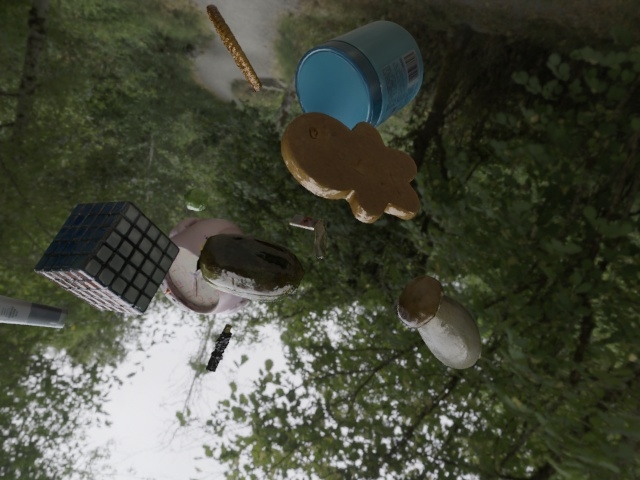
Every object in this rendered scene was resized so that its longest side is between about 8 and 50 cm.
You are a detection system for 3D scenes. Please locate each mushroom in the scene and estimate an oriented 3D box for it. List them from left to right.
[{"bbox_3d":[0.275,0.191,1.046,0.128,0.128,0.350,28,170,45],"label":"mushroom"}]

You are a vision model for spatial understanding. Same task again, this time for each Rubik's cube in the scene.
[{"bbox_3d":[-0.589,0.047,1.318,0.237,0.237,0.238,1,146,32],"label":"Rubik's cube"}]

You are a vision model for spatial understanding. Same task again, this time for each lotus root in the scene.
[{"bbox_3d":[-0.174,0.066,1.201,0.274,0.152,0.160,16,-125,-11],"label":"lotus root"}]

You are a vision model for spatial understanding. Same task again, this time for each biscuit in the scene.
[{"bbox_3d":[-0.233,-0.517,1.271,0.254,0.035,0.254,59,-178,-4],"label":"biscuit"},{"bbox_3d":[0.074,-0.166,1.067,0.354,0.275,0.052,13,148,-24],"label":"biscuit"}]

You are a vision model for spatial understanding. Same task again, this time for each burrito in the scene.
[{"bbox_3d":[0.000,0.000,1.472,0.041,0.149,0.055,6,150,-5],"label":"burrito"}]

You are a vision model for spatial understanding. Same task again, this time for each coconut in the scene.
[{"bbox_3d":[-0.477,-0.157,1.785,0.096,0.088,0.088,23,-169,-7],"label":"coconut"}]

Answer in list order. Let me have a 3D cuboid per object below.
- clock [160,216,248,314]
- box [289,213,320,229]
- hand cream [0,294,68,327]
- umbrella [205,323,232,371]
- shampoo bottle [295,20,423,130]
[{"bbox_3d":[-0.408,0.098,1.669,0.376,0.368,0.250,-24,-169,38],"label":"clock"},{"bbox_3d":[-0.049,-0.058,1.454,0.083,0.012,0.046,14,-138,21],"label":"box"},{"bbox_3d":[-0.792,0.179,1.203,0.255,0.080,0.048,20,175,-41],"label":"hand cream"},{"bbox_3d":[-0.283,0.304,1.322,0.037,0.144,0.040,26,-174,24],"label":"umbrella"},{"bbox_3d":[0.145,-0.563,1.648,0.331,0.331,0.342,24,-133,33],"label":"shampoo bottle"}]
